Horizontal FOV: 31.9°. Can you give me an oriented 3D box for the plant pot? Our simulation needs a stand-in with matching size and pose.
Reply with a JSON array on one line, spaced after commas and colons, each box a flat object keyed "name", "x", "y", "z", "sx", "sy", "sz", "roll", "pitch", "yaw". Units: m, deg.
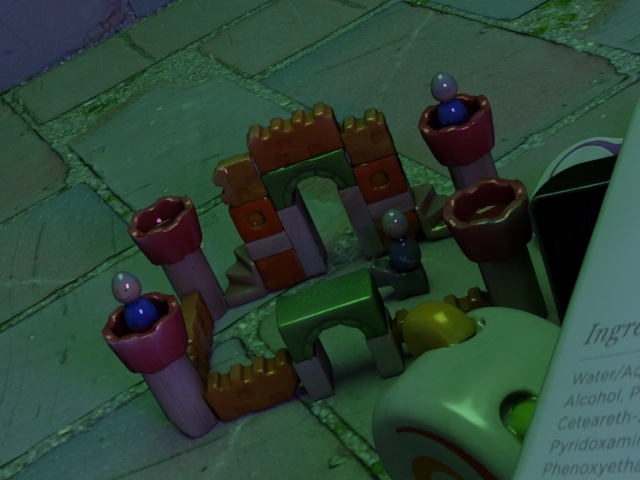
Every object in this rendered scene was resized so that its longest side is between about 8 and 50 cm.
[{"name": "plant pot", "x": 0.314, "y": -0.002, "z": 1.067, "sx": 0.188, "sy": 0.187, "sz": 0.167, "roll": -13, "pitch": 18, "yaw": 18}]

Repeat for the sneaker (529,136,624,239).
[{"name": "sneaker", "x": 0.369, "y": -0.069, "z": 1.210, "sx": 0.305, "sy": 0.152, "sz": 0.114, "roll": -33, "pitch": 47, "yaw": 27}]

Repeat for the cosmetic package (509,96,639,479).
[{"name": "cosmetic package", "x": 0.318, "y": 0.124, "z": 0.511, "sx": 0.327, "sy": 0.329, "sz": 0.393, "roll": -21, "pitch": 40, "yaw": 56}]

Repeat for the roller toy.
[{"name": "roller toy", "x": 0.150, "y": 0.155, "z": 0.897, "sx": 0.209, "sy": 0.191, "sz": 0.146, "roll": 23, "pitch": 53, "yaw": 38}]

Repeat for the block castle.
[{"name": "block castle", "x": 0.000, "y": 0.000, "z": 1.236, "sx": 0.453, "sy": 0.213, "sz": 0.303, "roll": -19, "pitch": 30, "yaw": 9}]
